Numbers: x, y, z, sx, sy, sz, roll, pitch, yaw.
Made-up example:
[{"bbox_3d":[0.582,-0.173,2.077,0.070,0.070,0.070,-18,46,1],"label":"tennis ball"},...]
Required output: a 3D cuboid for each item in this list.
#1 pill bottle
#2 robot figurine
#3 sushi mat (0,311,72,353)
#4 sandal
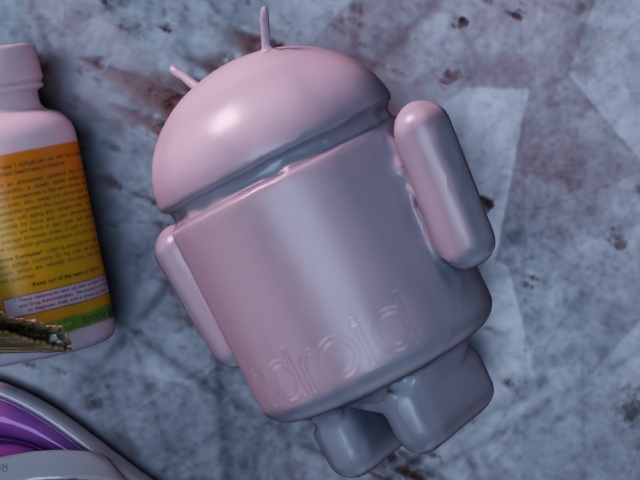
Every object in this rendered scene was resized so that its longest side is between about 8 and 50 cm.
[{"bbox_3d":[-0.254,-0.028,1.430,0.136,0.136,0.245,-11,94,7],"label":"pill bottle"},{"bbox_3d":[0.000,0.000,1.372,0.300,0.200,0.353,-26,92,33],"label":"robot figurine"},{"bbox_3d":[-0.350,0.065,1.350,0.317,0.151,0.019,-5,71,38],"label":"sushi mat"},{"bbox_3d":[-0.228,0.232,1.469,0.416,0.102,0.169,24,97,4],"label":"sandal"}]
